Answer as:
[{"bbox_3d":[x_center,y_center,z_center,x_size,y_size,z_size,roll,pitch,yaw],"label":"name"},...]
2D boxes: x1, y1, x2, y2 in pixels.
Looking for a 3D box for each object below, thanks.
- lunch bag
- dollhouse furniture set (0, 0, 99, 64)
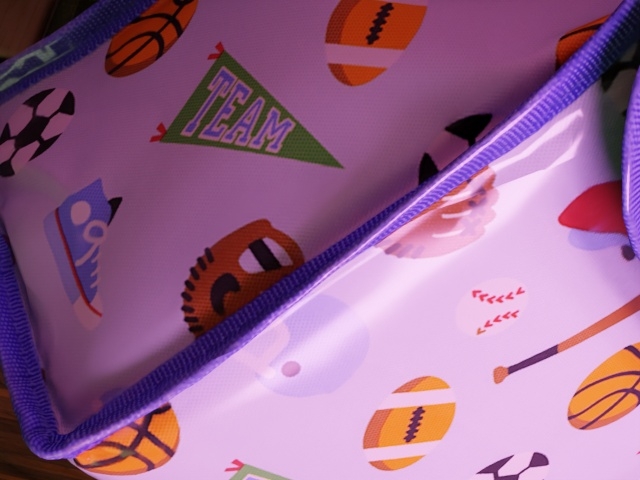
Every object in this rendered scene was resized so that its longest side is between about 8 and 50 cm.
[{"bbox_3d":[0.089,-0.017,0.773,0.385,0.239,0.328,-35,143,9],"label":"lunch bag"},{"bbox_3d":[-0.077,-0.158,0.771,0.301,0.151,0.197,9,158,23],"label":"dollhouse furniture set"}]
